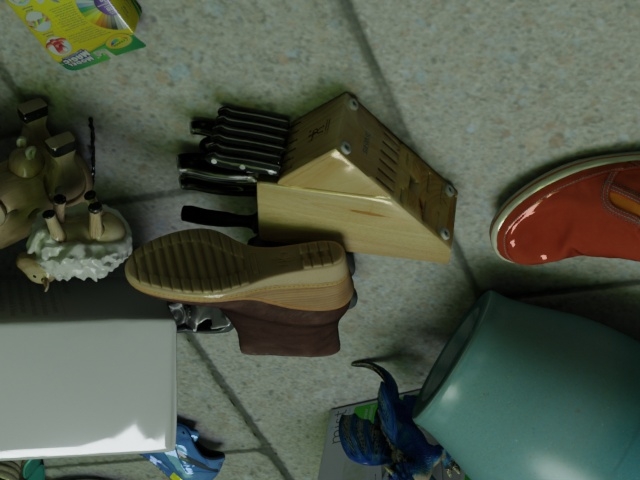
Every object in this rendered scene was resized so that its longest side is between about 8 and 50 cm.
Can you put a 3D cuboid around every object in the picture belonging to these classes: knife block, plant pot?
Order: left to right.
[{"bbox_3d":[-0.019,-0.046,1.497,0.242,0.088,0.275,-27,127,37],"label":"knife block"},{"bbox_3d":[0.259,0.195,1.599,0.255,0.272,0.272,32,138,0],"label":"plant pot"}]

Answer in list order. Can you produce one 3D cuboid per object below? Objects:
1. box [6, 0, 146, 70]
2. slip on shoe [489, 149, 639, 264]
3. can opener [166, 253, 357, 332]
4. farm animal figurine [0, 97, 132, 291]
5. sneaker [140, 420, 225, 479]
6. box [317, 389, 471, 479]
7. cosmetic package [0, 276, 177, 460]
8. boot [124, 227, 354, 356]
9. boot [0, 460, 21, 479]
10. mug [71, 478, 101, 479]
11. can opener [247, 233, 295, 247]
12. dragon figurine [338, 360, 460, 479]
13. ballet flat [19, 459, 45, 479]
[{"bbox_3d":[-0.256,-0.249,1.351,0.105,0.043,0.179,-13,132,26],"label":"box"},{"bbox_3d":[0.331,-0.024,1.431,0.331,0.101,0.123,-11,137,26],"label":"slip on shoe"},{"bbox_3d":[-0.082,0.068,1.676,0.283,0.076,0.095,-8,168,21],"label":"can opener"},{"bbox_3d":[-0.395,-0.041,1.497,0.326,0.330,0.172,-14,139,-14],"label":"farm animal figurine"},{"bbox_3d":[-0.229,0.275,1.948,0.209,0.069,0.082,39,100,-17],"label":"sneaker"},{"bbox_3d":[0.117,0.337,1.776,0.231,0.262,0.127,-15,133,29],"label":"box"},{"bbox_3d":[-0.401,0.141,1.539,0.453,0.230,0.161,-1,101,-14],"label":"cosmetic package"},{"bbox_3d":[-0.088,0.077,1.518,0.248,0.090,0.207,-1,146,-5],"label":"boot"},{"bbox_3d":[-0.508,0.281,1.929,0.213,0.165,0.077,1,138,10],"label":"boot"},{"bbox_3d":[-0.339,0.550,2.159,0.328,0.276,0.374,0,109,24],"label":"mug"},{"bbox_3d":[0.000,0.000,1.575,0.186,0.059,0.073,-14,107,14],"label":"can opener"},{"bbox_3d":[0.081,0.230,1.653,0.144,0.289,0.085,21,125,-43],"label":"dragon figurine"},{"bbox_3d":[-0.457,0.342,2.073,0.074,0.074,0.203,14,146,-3],"label":"ballet flat"}]
